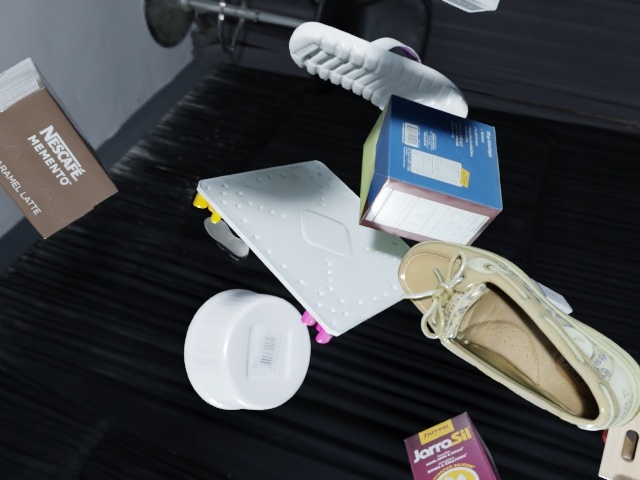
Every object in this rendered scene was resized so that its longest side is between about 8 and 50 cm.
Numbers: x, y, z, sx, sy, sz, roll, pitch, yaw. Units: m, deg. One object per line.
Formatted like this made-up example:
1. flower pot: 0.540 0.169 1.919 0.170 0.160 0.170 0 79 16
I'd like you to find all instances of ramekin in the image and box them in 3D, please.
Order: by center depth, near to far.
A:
1. ramekin: -0.152 0.248 1.426 0.277 0.135 0.277 3 85 -42

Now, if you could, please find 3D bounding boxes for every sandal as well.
1. sandal: 0.140 -0.363 1.326 0.169 0.417 0.102 -31 -140 60

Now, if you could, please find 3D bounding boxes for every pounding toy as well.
1. pounding toy: 0.450 0.314 0.915 0.206 0.094 0.180 -16 116 -54

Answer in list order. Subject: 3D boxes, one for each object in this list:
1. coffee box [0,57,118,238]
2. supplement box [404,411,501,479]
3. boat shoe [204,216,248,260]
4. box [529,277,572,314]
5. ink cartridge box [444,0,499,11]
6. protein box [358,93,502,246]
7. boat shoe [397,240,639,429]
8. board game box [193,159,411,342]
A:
1. coffee box: -0.343 -0.122 0.765 0.098 0.246 0.141 -35 124 -10
2. supplement box: 0.186 0.329 0.835 0.080 0.104 0.188 60 8 -19
3. boat shoe: -0.207 -0.002 1.388 0.046 0.125 0.038 -45 165 -31
4. box: 0.344 0.133 1.114 0.145 0.038 0.186 -40 142 24
5. ink cartridge box: 0.100 -0.399 0.643 0.238 0.275 0.060 -71 -158 10
6. protein box: 0.188 -0.115 1.102 0.136 0.201 0.199 120 -19 -51
7. boat shoe: 0.179 0.081 0.634 0.089 0.285 0.104 5 111 -48
8. board game box: 0.000 0.000 1.265 0.390 0.390 0.050 -19 149 -52
